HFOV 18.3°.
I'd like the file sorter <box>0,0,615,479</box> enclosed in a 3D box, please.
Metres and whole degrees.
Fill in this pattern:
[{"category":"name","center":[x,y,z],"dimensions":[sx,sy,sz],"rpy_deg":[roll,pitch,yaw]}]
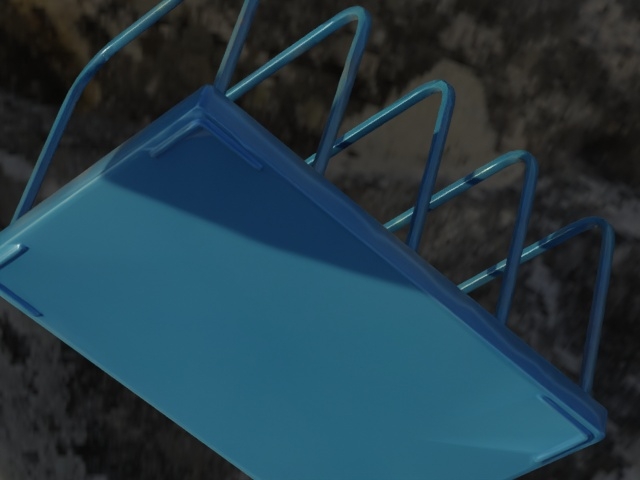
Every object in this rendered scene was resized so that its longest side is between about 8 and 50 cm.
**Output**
[{"category":"file sorter","center":[0.000,0.000,0.650],"dimensions":[0.170,0.118,0.104],"rpy_deg":[39,44,-22]}]
